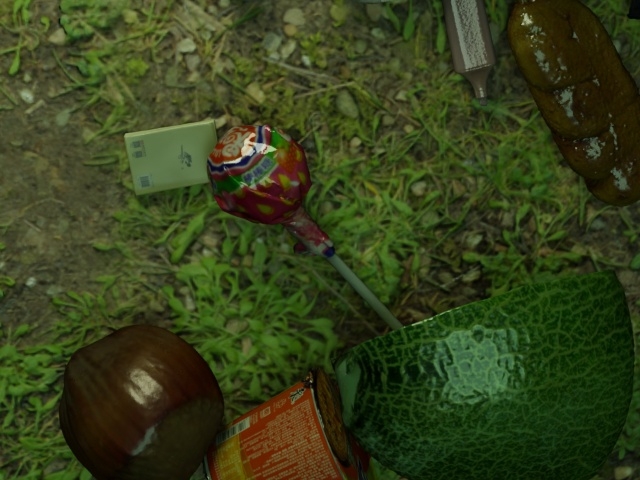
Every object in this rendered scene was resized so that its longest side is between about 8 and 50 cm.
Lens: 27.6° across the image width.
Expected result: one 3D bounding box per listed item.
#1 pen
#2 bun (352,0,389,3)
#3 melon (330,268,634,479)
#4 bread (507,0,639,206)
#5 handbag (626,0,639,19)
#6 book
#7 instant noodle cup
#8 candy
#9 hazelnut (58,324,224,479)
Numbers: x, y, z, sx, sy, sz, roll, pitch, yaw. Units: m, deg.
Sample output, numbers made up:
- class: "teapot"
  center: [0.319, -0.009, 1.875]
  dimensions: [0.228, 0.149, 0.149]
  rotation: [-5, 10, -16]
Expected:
- class: "pen"
  center: [0.179, -0.256, 1.577]
  dimensions: [0.053, 0.032, 0.197]
  rotation: [-15, 109, -5]
- class: "bun"
  center: [0.063, -0.346, 1.494]
  dimensions: [0.138, 0.094, 0.138]
  rotation: [-4, 145, -2]
- class: "melon"
  center: [0.200, 0.185, 1.646]
  dimensions: [0.344, 0.226, 0.331]
  rotation: [-14, 130, -24]
- class: "bread"
  center: [0.310, -0.190, 1.595]
  dimensions: [0.124, 0.084, 0.344]
  rotation: [-43, 112, -17]
- class: "handbag"
  center: [0.538, -0.204, 1.528]
  dimensions: [0.326, 0.269, 0.118]
  rotation: [26, 102, -18]
- class: "book"
  center: [-0.177, -0.101, 1.579]
  dimensions: [0.111, 0.014, 0.077]
  rotation: [-10, 112, -6]
- class: "instant noodle cup"
  center: [-0.039, 0.288, 1.650]
  dimensions: [0.174, 0.213, 0.213]
  rotation: [-24, 112, 9]
- class: "candy"
  center: [0.000, 0.000, 1.604]
  dimensions: [0.124, 0.124, 0.365]
  rotation: [-40, 118, 6]
- class: "hazelnut"
  center: [-0.226, 0.216, 1.594]
  dimensions: [0.210, 0.186, 0.210]
  rotation: [-5, 124, -7]
